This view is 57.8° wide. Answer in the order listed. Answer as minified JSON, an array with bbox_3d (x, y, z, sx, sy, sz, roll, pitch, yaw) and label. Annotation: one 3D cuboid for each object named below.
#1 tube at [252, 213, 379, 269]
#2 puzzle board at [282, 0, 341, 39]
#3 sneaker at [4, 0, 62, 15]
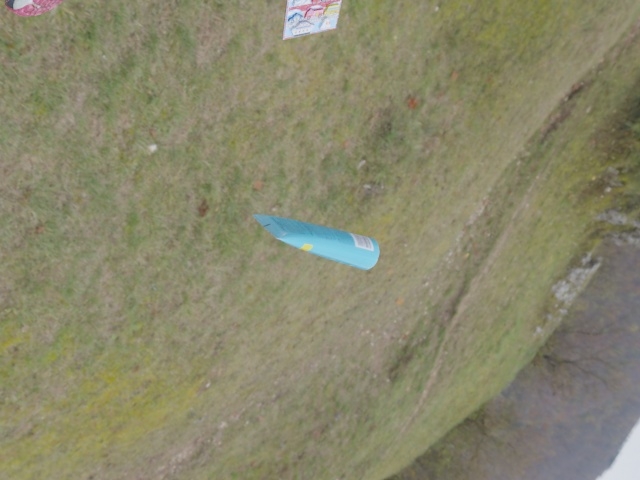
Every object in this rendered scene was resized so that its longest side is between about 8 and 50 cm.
[{"bbox_3d":[0.000,0.000,0.865,0.207,0.080,0.052,16,101,-39],"label":"tube"},{"bbox_3d":[-0.014,-0.450,1.146,0.128,0.011,0.096,-21,149,-25],"label":"puzzle board"},{"bbox_3d":[-0.334,-0.428,0.738,0.299,0.111,0.121,-57,-163,17],"label":"sneaker"}]
